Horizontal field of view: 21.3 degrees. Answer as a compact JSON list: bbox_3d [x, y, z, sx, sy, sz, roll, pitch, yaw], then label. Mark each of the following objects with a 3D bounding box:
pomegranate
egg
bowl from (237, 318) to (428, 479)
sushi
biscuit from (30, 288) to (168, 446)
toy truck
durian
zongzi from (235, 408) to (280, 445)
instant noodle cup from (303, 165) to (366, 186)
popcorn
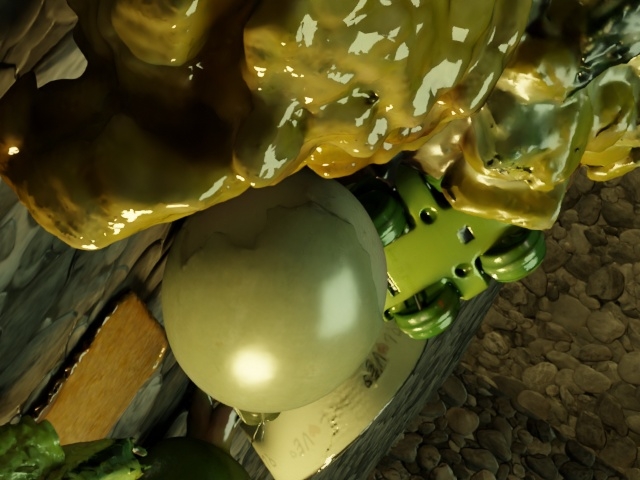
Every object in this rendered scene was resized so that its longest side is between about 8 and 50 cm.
[{"bbox_3d":[-0.129,0.238,1.741,0.152,0.131,0.191,52,50,-73],"label":"pomegranate"},{"bbox_3d":[-0.032,0.034,1.361,0.183,0.183,0.217,-48,176,-37],"label":"egg"},{"bbox_3d":[-0.005,0.141,1.844,0.238,0.126,0.238,-44,-171,9],"label":"bowl"},{"bbox_3d":[0.146,-0.172,1.274,0.328,0.285,0.329,-59,167,15],"label":"sushi"},{"bbox_3d":[-0.207,0.154,1.416,0.232,0.013,0.237,-54,168,-10],"label":"biscuit"},{"bbox_3d":[0.086,-0.021,1.520,0.187,0.148,0.210,-40,-153,-10],"label":"toy truck"},{"bbox_3d":[-0.229,0.190,1.176,0.375,0.106,0.132,-36,155,-58],"label":"durian"},{"bbox_3d":[-0.094,0.144,1.660,0.130,0.062,0.154,0,142,-21],"label":"zongzi"},{"bbox_3d":[0.000,0.000,1.656,0.274,0.091,0.274,-53,170,-14],"label":"instant noodle cup"},{"bbox_3d":[-0.026,-0.125,0.883,0.332,0.225,0.265,-41,171,-13],"label":"popcorn"}]
